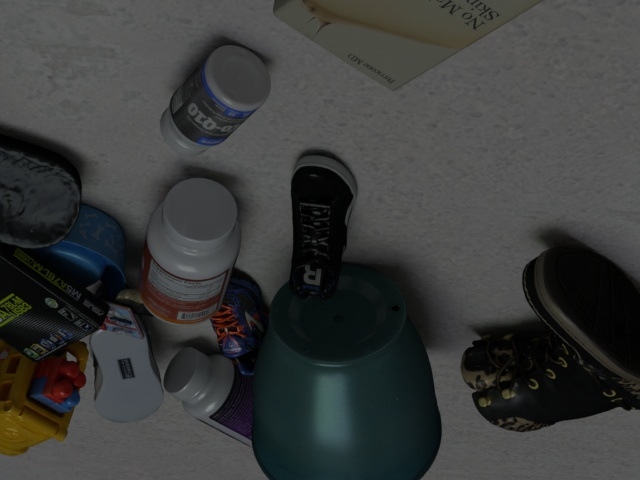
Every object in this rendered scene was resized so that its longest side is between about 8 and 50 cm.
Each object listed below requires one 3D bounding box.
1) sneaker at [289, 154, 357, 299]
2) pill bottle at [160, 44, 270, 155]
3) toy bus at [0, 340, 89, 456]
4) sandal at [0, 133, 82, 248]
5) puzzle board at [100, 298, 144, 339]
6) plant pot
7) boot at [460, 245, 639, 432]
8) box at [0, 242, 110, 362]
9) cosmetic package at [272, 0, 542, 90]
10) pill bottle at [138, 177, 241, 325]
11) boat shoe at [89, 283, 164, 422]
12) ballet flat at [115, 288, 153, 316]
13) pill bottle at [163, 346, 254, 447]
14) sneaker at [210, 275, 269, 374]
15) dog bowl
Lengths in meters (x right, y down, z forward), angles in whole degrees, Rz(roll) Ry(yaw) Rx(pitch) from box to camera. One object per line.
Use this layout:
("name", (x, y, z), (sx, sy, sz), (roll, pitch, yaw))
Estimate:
("sneaker", (0.000, 0.000, 1.664), (0.079, 0.121, 0.217), (5, 149, 7))
("pill bottle", (-0.119, -0.150, 1.493), (0.078, 0.078, 0.137), (24, 147, -22))
("toy bus", (-0.417, 0.191, 2.005), (0.211, 0.220, 0.149), (-16, 140, 39))
("sandal", (-0.509, -0.087, 1.634), (0.445, 0.107, 0.168), (11, 115, -12))
("puzzle board", (-0.311, 0.101, 1.865), (0.128, 0.011, 0.096), (13, 154, 13))
("plant pot", (0.027, 0.179, 1.844), (0.271, 0.272, 0.255), (4, 134, 10))
("boot", (0.310, 0.149, 1.816), (0.284, 0.138, 0.377), (-18, 145, 39))
("box", (-0.406, 0.079, 1.828), (0.184, 0.045, 0.190), (37, 141, -24))
("cosmetic package", (0.115, -0.269, 1.193), (0.160, 0.113, 0.309), (28, 144, -28))
("pill bottle", (-0.166, 0.013, 1.738), (0.121, 0.121, 0.216), (13, 149, -5))
("boat shoe", (-0.302, 0.170, 2.056), (0.108, 0.102, 0.301), (-8, 143, -4))
("ballet flat", (-0.233, 0.081, 1.885), (0.057, 0.049, 0.173), (7, 175, 23))
("pill bottle", (-0.149, 0.243, 2.127), (0.108, 0.108, 0.193), (-20, 138, 40))
("sneaker", (-0.118, 0.120, 1.933), (0.083, 0.087, 0.221), (-6, 146, 24))
("dog bowl", (-0.381, 0.031, 1.880), (0.166, 0.074, 0.297), (30, 143, -30))
